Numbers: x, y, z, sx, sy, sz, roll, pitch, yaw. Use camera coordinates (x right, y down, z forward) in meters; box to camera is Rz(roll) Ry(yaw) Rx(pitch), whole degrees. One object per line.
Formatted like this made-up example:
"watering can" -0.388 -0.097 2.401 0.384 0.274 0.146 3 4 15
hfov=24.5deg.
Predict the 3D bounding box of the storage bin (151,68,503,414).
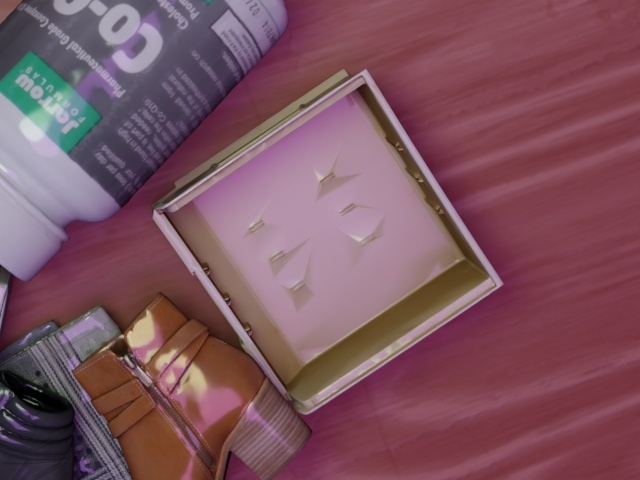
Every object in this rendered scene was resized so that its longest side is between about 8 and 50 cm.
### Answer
"storage bin" 0.000 0.000 1.523 0.260 0.123 0.262 -34 103 -1

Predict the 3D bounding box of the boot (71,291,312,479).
"boot" -0.176 0.212 1.499 0.220 0.109 0.283 44 101 -7

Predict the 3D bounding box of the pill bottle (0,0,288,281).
"pill bottle" -0.218 -0.147 1.403 0.204 0.204 0.361 43 84 -13

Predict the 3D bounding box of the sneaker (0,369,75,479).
"sneaker" -0.382 0.190 1.477 0.295 0.104 0.147 12 100 -14

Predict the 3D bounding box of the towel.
"towel" -0.278 0.262 1.581 0.312 0.056 0.324 -30 105 2

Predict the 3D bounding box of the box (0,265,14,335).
"box" -0.454 0.050 1.480 0.275 0.113 0.094 12 98 -11
